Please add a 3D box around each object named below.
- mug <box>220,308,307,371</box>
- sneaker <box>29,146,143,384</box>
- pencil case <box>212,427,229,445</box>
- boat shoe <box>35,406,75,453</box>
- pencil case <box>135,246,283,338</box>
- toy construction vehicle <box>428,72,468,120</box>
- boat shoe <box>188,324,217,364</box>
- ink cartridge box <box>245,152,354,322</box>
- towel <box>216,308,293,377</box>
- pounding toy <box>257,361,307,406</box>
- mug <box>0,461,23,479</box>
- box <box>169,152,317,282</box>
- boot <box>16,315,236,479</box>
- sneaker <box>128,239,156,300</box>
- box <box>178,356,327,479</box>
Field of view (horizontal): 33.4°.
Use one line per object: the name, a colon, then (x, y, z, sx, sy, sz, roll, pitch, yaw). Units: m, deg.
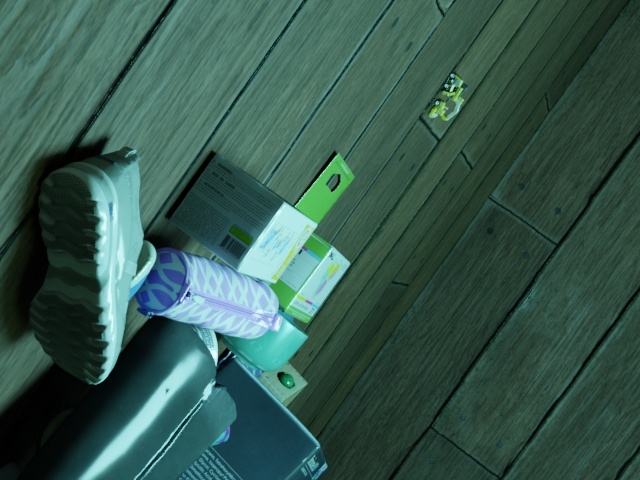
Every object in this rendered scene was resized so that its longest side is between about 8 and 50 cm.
mug: (-0.091, 0.159, 1.736, 0.097, 0.158, 0.129, -49, -158, -2)
sneaker: (-0.220, 0.033, 1.095, 0.115, 0.105, 0.281, -43, 156, -48)
pencil case: (-0.205, 0.266, 1.483, 0.152, 0.064, 0.070, -12, 121, -27)
boat shoe: (-0.339, 0.349, 1.464, 0.123, 0.123, 0.342, -47, 143, -35)
pencil case: (-0.135, 0.067, 1.307, 0.206, 0.088, 0.086, 22, 83, -56)
toy construction vehicle: (0.254, -0.275, 2.067, 0.098, 0.035, 0.086, -59, 165, 19)
boat shoe: (-0.237, 0.231, 1.554, 0.102, 0.108, 0.301, -5, 142, -30)
ink cartridge box: (0.000, 0.000, 1.771, 0.255, 0.097, 0.189, -53, 166, -1)
towel: (-0.166, 0.250, 1.967, 0.336, 0.040, 0.243, -46, 166, -20)
pounding toy: (-0.101, 0.291, 2.171, 0.141, 0.100, 0.130, -49, 169, 24)
mug: (-0.384, 0.324, 1.364, 0.062, 0.064, 0.078, -59, 165, 17)
box: (-0.094, -0.023, 1.378, 0.103, 0.114, 0.203, -54, 166, 1)
boot: (-0.293, 0.247, 1.223, 0.445, 0.146, 0.367, -44, 150, -28)
sneaker: (-0.241, 0.065, 1.224, 0.152, 0.058, 0.084, -48, 159, -7)
box: (-0.201, 0.427, 1.793, 0.395, 0.212, 0.293, -44, 165, -10)
